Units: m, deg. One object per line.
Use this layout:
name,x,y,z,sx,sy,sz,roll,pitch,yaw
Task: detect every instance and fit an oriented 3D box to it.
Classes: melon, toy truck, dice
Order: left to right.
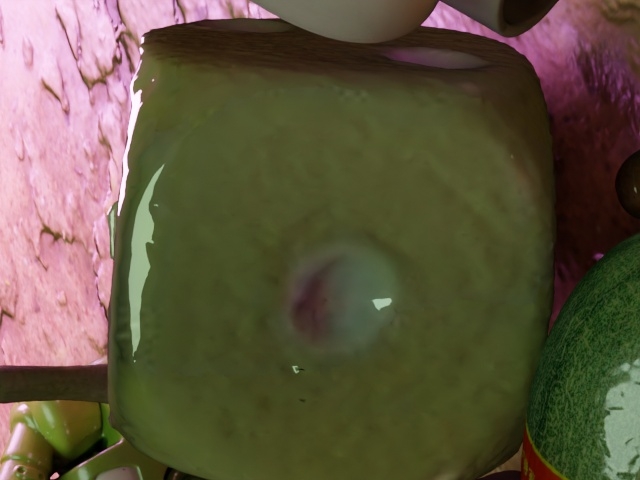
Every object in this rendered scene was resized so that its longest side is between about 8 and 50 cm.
toy truck,-0.197,0.189,1.679,0.148,0.210,0.187,-36,53,55
dice,0.000,0.000,1.189,0.250,0.254,0.252,-117,31,-75
melon,0.198,0.127,1.072,0.182,0.182,0.288,27,122,50

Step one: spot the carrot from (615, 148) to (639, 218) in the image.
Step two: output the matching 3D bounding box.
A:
carrot,0.236,-0.046,1.085,0.191,0.047,0.047,-17,87,53

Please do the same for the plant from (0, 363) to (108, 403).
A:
plant,-0.057,0.086,1.440,0.261,0.297,0.306,-28,58,25

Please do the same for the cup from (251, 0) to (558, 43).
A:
cup,0.043,-0.231,1.032,0.257,0.290,0.219,30,152,9

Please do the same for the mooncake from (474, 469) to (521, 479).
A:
mooncake,0.120,0.263,1.291,0.228,0.124,0.228,16,109,56
